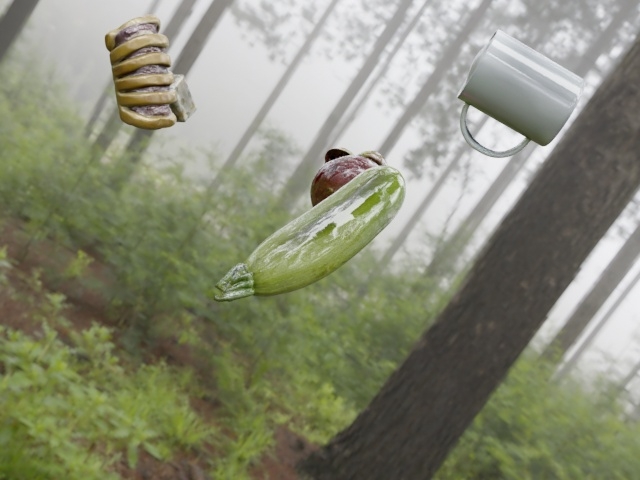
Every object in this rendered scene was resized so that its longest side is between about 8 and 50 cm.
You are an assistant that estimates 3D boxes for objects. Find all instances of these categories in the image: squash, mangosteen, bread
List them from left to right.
[{"bbox_3d":[-0.346,-0.329,1.927,0.081,0.225,0.134,2,14,42],"label":"bread"},{"bbox_3d":[0.000,0.000,1.294,0.341,0.094,0.094,-35,63,-30],"label":"squash"},{"bbox_3d":[0.070,-0.094,1.691,0.156,0.181,0.145,52,-27,-13],"label":"mangosteen"}]

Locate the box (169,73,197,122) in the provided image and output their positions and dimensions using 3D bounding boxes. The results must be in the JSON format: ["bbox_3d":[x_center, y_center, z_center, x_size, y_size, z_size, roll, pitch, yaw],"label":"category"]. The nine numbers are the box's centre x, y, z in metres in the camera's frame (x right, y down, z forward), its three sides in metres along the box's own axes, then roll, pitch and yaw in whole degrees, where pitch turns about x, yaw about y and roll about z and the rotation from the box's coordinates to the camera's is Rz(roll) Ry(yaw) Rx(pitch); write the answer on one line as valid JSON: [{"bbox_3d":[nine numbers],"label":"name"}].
[{"bbox_3d":[-0.320,-0.317,2.189,0.045,0.062,0.098,5,-46,27],"label":"box"}]

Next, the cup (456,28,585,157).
[{"bbox_3d":[0.243,-0.180,1.235,0.133,0.136,0.099,29,51,0],"label":"cup"}]
